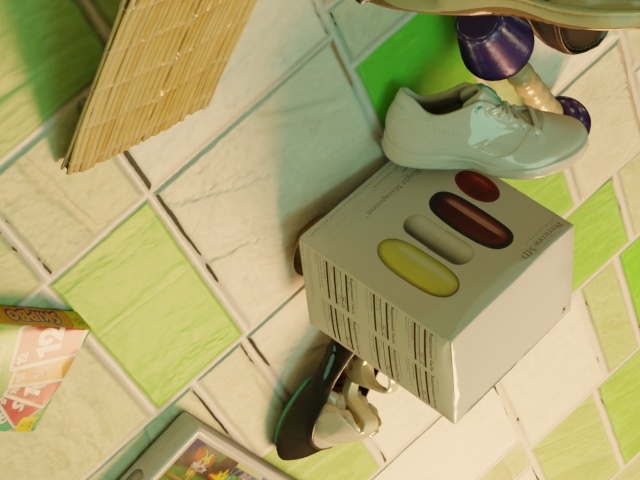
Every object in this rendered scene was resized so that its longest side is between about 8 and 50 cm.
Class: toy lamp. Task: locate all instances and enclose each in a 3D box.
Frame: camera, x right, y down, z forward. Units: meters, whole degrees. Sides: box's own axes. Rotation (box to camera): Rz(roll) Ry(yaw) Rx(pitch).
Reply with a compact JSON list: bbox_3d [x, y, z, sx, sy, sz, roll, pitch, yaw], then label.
[{"bbox_3d":[0.207,-0.169,1.835,0.080,0.080,0.274,-47,148,0],"label":"toy lamp"}]

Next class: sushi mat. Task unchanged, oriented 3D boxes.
[{"bbox_3d":[-0.120,-0.151,1.420,0.151,0.019,0.316,-30,169,-26],"label":"sushi mat"}]

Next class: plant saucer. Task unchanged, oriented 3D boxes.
[{"bbox_3d":[0.000,0.000,1.837,0.083,0.015,0.083,-29,144,-25],"label":"plant saucer"}]

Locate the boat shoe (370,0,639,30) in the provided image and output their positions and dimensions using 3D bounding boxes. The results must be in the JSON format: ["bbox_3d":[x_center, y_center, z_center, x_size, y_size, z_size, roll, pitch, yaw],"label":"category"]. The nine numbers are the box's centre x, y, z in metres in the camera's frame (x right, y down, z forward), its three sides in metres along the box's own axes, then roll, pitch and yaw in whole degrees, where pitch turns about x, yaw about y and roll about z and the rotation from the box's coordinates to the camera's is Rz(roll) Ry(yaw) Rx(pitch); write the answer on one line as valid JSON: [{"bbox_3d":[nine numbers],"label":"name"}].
[{"bbox_3d":[0.202,-0.262,1.587,0.341,0.122,0.110,0,120,-11],"label":"boat shoe"}]

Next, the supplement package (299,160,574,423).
[{"bbox_3d":[0.120,0.035,1.814,0.194,0.203,0.149,-42,149,-25],"label":"supplement package"}]

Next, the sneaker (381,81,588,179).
[{"bbox_3d":[0.171,-0.119,1.778,0.212,0.080,0.094,0,132,-9],"label":"sneaker"}]

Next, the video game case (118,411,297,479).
[{"bbox_3d":[-0.173,0.354,2.006,0.300,0.036,0.329,-47,147,0],"label":"video game case"}]

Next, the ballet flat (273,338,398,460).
[{"bbox_3d":[0.034,0.158,1.971,0.095,0.096,0.280,-6,130,-46],"label":"ballet flat"}]

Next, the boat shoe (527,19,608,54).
[{"bbox_3d":[0.275,-0.309,1.709,0.132,0.130,0.355,-29,144,-24],"label":"boat shoe"}]

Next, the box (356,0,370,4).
[{"bbox_3d":[0.014,-0.316,1.275,0.143,0.270,0.165,-20,138,-36],"label":"box"}]

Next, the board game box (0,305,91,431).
[{"bbox_3d":[-0.329,0.113,1.572,0.259,0.039,0.124,10,117,-49],"label":"board game box"}]
